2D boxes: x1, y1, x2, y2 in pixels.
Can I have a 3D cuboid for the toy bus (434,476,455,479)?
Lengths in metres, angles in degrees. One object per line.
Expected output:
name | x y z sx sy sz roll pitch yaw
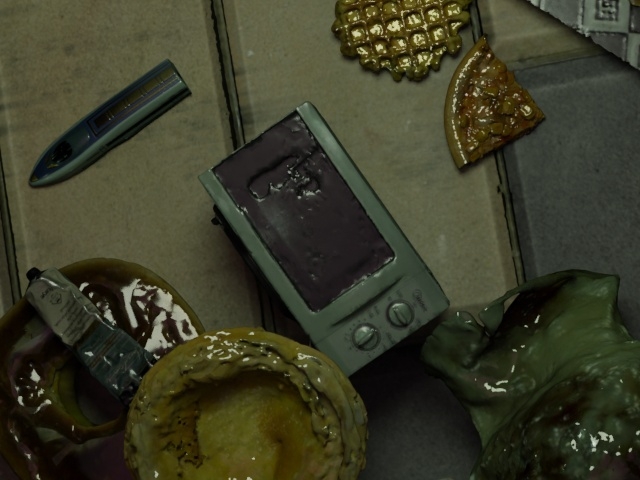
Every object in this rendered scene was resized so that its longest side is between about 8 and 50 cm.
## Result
toy bus | 0.047 0.400 1.656 0.342 0.097 0.138 -34 76 39

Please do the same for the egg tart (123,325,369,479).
egg tart | -0.086 0.225 1.621 0.288 0.118 0.288 0 101 2

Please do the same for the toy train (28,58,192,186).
toy train | -0.290 -0.148 1.839 0.252 0.048 0.055 -35 81 3

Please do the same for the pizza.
pizza | 0.223 -0.170 1.785 0.131 0.041 0.178 23 89 6

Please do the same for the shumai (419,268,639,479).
shumai | 0.319 0.190 1.629 0.395 0.395 0.348 -22 61 5

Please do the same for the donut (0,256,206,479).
donut | -0.280 0.194 1.772 0.330 0.160 0.330 0 77 0

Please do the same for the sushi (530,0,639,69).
sushi | 0.401 -0.383 1.770 0.292 0.059 0.294 32 90 8

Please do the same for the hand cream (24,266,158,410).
hand cream | -0.268 0.123 1.689 0.248 0.052 0.075 43 99 2

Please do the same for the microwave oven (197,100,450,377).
microwave oven | 0.000 0.000 1.696 0.181 0.237 0.295 -35 93 3

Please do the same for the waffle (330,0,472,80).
waffle | 0.107 -0.298 1.808 0.191 0.038 0.191 0 86 7
